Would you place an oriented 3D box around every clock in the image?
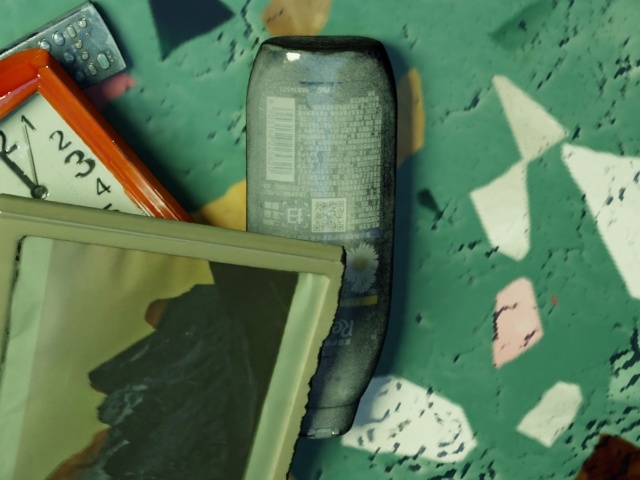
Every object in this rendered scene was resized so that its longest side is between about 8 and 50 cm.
[{"bbox_3d":[-0.150,-0.023,1.001,0.113,0.061,0.155,-35,117,9],"label":"clock"}]

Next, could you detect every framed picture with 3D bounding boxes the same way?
[{"bbox_3d":[-0.103,0.093,1.029,0.192,0.018,0.265,7,128,-10],"label":"framed picture"}]

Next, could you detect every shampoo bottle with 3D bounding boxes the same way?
[{"bbox_3d":[0.000,0.000,1.045,0.087,0.049,0.234,-1,107,-5],"label":"shampoo bottle"}]

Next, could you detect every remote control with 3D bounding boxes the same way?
[{"bbox_3d":[-0.185,-0.082,1.010,0.152,0.027,0.043,-27,104,0],"label":"remote control"}]
